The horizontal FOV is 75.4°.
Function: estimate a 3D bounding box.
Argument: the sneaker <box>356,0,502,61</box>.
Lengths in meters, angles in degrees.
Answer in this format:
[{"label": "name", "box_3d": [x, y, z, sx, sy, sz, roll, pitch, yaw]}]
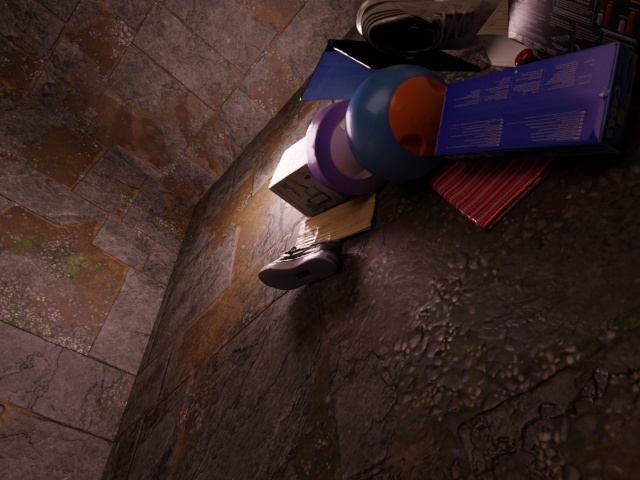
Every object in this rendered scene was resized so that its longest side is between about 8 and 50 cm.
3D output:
[{"label": "sneaker", "box_3d": [0.334, -0.569, 1.147, 0.169, 0.448, 0.257, 90, 177, -45]}]

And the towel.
[{"label": "towel", "box_3d": [0.364, -0.152, 0.925, 0.199, 0.031, 0.275, -47, 27, 13]}]

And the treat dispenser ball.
[{"label": "treat dispenser ball", "box_3d": [0.207, -0.298, 1.066, 0.288, 0.288, 0.288, -39, 30, 27]}]

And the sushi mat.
[{"label": "sushi mat", "box_3d": [0.042, -0.051, 1.297, 0.317, 0.019, 0.151, -20, 39, 37]}]

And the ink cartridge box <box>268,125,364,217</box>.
[{"label": "ink cartridge box", "box_3d": [-0.006, -0.243, 1.450, 0.270, 0.198, 0.197, -23, 40, 47]}]

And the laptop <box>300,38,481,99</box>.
[{"label": "laptop", "box_3d": [0.199, -0.498, 1.323, 0.408, 0.382, 0.236, 53, 144, 44]}]

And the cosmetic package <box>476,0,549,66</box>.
[{"label": "cosmetic package", "box_3d": [0.556, -0.591, 1.023, 0.309, 0.113, 0.160, -53, 38, 2]}]

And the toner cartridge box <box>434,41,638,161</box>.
[{"label": "toner cartridge box", "box_3d": [0.390, -0.247, 0.808, 0.348, 0.075, 0.165, 14, 97, 57]}]

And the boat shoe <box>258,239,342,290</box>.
[{"label": "boat shoe", "box_3d": [-0.065, 0.067, 1.268, 0.306, 0.113, 0.105, -24, 32, 40]}]

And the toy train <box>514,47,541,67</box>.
[{"label": "toy train", "box_3d": [0.439, -0.291, 0.905, 0.143, 0.105, 0.248, -41, 27, 46]}]

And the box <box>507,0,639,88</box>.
[{"label": "box", "box_3d": [0.473, -0.444, 0.749, 0.077, 0.242, 0.307, -32, 49, -1]}]

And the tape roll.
[{"label": "tape roll", "box_3d": [0.096, -0.276, 1.232, 0.274, 0.275, 0.090, -55, 23, -4]}]
